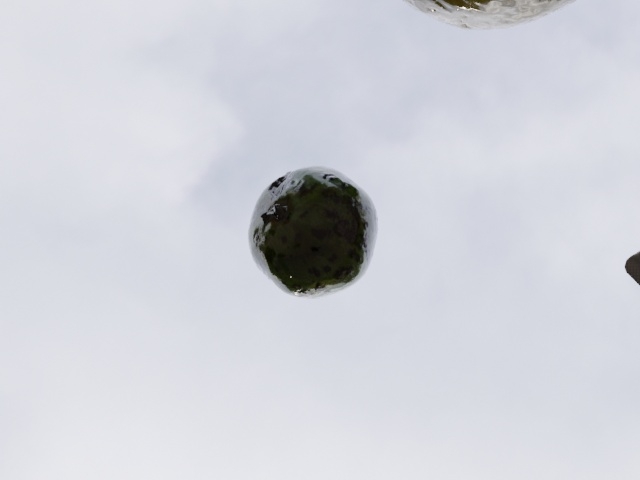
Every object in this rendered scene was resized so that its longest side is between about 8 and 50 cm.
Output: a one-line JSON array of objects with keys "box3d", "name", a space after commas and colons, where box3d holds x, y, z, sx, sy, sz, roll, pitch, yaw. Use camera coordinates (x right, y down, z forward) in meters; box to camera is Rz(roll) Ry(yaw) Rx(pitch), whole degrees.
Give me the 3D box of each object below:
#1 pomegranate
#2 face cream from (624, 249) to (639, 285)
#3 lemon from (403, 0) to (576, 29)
[{"box3d": [0.000, 0.000, 1.219, 0.122, 0.161, 0.122, -7, -112, 17], "name": "pomegranate"}, {"box3d": [0.370, -0.015, 1.105, 0.114, 0.070, 0.224, 46, -75, 3], "name": "face cream"}, {"box3d": [0.176, -0.336, 1.304, 0.310, 0.253, 0.253, -11, -76, 46], "name": "lemon"}]
